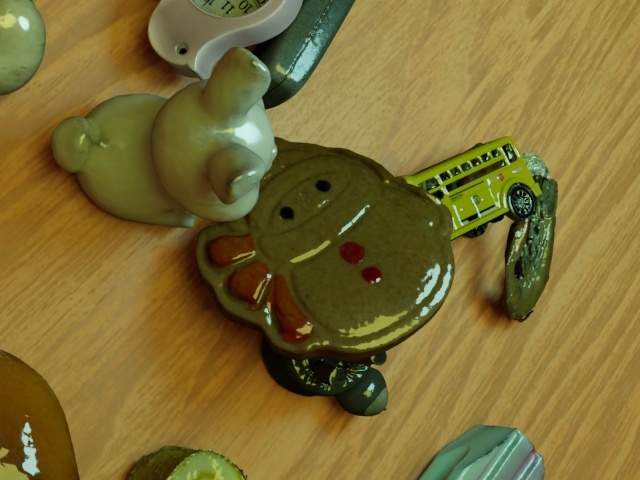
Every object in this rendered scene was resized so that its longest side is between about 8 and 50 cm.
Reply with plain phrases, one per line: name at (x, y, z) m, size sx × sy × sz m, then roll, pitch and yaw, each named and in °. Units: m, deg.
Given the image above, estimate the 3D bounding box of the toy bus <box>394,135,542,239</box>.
toy bus at (0.189, -0.051, 1.761) m, size 0.331 × 0.145 × 0.151 m, roll -24°, pitch 93°, yaw -35°

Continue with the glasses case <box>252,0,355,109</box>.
glasses case at (-0.016, -0.343, 1.680) m, size 0.074 × 0.131 × 0.323 m, roll 36°, pitch 66°, yaw -19°

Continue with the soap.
soap at (0.228, 0.447, 1.736) m, size 0.193 × 0.109 × 0.324 m, roll 50°, pitch 62°, yaw -17°

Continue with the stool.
stool at (0.027, 0.162, 1.634) m, size 0.228 × 0.139 × 0.153 m, roll 27°, pitch 72°, yaw -23°

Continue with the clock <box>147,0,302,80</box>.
clock at (-0.166, -0.399, 1.577) m, size 0.275 × 0.080 × 0.290 m, roll -41°, pitch 80°, yaw 3°

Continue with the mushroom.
mushroom at (-0.434, -0.262, 1.426) m, size 0.154 × 0.122 × 0.154 m, roll -19°, pitch 131°, yaw -23°

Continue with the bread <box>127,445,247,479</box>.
bread at (-0.165, 0.404, 1.496) m, size 0.186 × 0.124 × 0.257 m, roll -39°, pitch 105°, yaw -23°

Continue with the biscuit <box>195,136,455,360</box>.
biscuit at (0.000, 0.000, 1.574) m, size 0.359 × 0.074 × 0.381 m, roll -35°, pitch 72°, yaw -24°

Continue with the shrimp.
shrimp at (0.347, 0.014, 1.863) m, size 0.173 × 0.058 × 0.253 m, roll -2°, pitch 100°, yaw -57°

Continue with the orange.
orange at (-0.423, 0.309, 1.367) m, size 0.274 × 0.274 × 0.310 m, roll 0°, pitch 114°, yaw -32°

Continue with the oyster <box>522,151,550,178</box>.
oyster at (0.364, -0.119, 1.938) m, size 0.098 × 0.037 × 0.100 m, roll 42°, pitch 64°, yaw -21°

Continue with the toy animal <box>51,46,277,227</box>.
toy animal at (-0.178, -0.124, 1.424) m, size 0.241 × 0.368 × 0.196 m, roll 4°, pitch 84°, yaw -43°
